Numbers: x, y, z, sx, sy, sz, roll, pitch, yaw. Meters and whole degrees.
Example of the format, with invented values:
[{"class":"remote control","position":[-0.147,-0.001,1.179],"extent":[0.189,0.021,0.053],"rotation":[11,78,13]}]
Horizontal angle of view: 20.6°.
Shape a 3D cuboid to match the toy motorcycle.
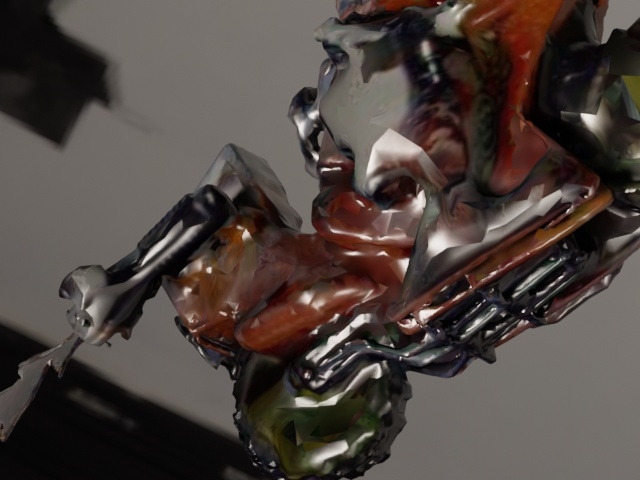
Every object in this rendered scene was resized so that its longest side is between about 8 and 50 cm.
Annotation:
[{"class":"toy motorcycle","position":[0.000,0.000,0.813],"extent":[0.401,0.207,0.134],"rotation":[-41,-30,15]}]
